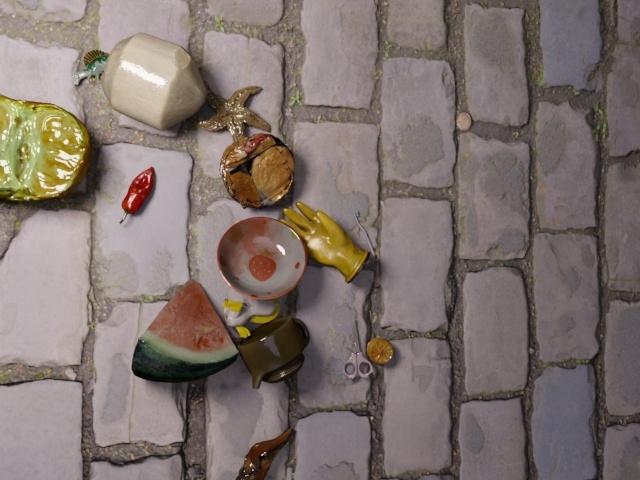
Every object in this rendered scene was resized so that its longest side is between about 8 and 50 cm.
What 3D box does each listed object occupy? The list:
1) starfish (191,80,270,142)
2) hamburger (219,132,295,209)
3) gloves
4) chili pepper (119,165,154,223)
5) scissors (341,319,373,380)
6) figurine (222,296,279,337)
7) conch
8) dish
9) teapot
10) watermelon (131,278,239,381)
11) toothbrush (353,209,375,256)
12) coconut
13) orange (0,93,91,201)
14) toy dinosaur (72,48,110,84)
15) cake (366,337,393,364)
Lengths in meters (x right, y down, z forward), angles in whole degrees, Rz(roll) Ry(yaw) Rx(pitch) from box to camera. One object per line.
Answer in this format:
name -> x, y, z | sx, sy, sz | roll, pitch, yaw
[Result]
starfish -> -0.262, -0.380, 1.538 | 0.236, 0.062, 0.277 | -31, 92, -17
hamburger -> -0.183, -0.205, 1.507 | 0.231, 0.107, 0.230 | -5, 103, -22
gloves -> -0.001, 0.001, 1.565 | 0.294, 0.116, 0.133 | 36, 75, -3
chili pepper -> -0.527, -0.132, 1.468 | 0.059, 0.050, 0.191 | 22, 76, 5
scissors -> 0.113, 0.344, 1.614 | 0.100, 0.015, 0.189 | -4, 81, 7
figurine -> -0.203, 0.200, 1.521 | 0.178, 0.109, 0.129 | -31, 90, -32
conch -> -0.175, 0.645, 1.523 | 0.080, 0.086, 0.232 | 21, 65, 30
dish -> -0.173, 0.062, 1.502 | 0.260, 0.085, 0.260 | 5, 63, -9
teapot -> -0.119, 0.330, 1.490 | 0.268, 0.186, 0.175 | -33, 101, -46
watermelon -> -0.366, 0.263, 1.401 | 0.283, 0.250, 0.292 | 1, 91, -18
toothbrush -> 0.139, -0.021, 1.635 | 0.017, 0.014, 0.162 | -22, 95, 7
coconut -> -0.442, -0.428, 1.402 | 0.266, 0.237, 0.237 | 23, 84, -5
orange -> -0.778, -0.228, 1.342 | 0.335, 0.196, 0.262 | 1, 74, -17
toy dinosaur -> -0.628, -0.511, 1.460 | 0.106, 0.044, 0.187 | 22, 85, 4
cake -> 0.190, 0.352, 1.623 | 0.084, 0.044, 0.084 | 0, 88, -12
